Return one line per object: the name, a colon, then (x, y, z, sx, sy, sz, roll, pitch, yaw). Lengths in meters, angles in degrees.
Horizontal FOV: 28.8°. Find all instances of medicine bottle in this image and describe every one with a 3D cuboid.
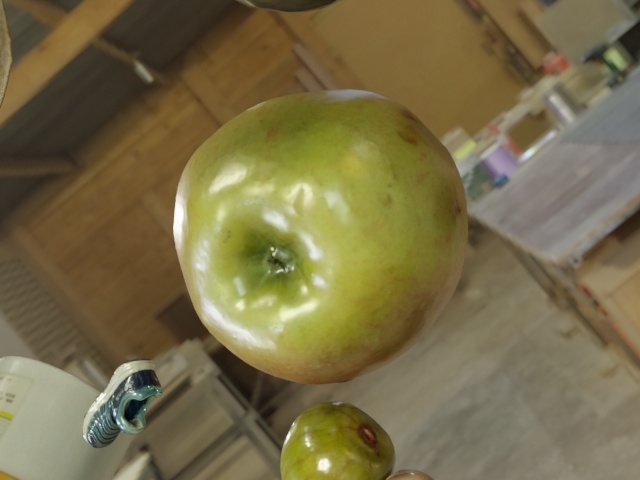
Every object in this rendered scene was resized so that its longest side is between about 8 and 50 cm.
medicine bottle: (-0.420, 0.321, 1.799, 0.238, 0.238, 0.232, -36, 26, 59)

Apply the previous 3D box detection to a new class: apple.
apple: (0.000, 0.000, 1.376, 0.338, 0.338, 0.305, -40, 0, 13)

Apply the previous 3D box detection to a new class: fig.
fig: (0.012, 0.297, 1.563, 0.148, 0.142, 0.186, -64, -2, -47)

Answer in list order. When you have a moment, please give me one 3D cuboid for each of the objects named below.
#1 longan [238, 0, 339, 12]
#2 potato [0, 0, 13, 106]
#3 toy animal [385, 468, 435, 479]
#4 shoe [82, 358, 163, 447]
longan: (-0.028, -0.294, 1.078, 0.198, 0.198, 0.212, -41, -37, -4)
potato: (-0.290, -0.194, 0.867, 0.100, 0.120, 0.261, -43, -41, -24)
toy animal: (0.085, 0.264, 1.245, 0.083, 0.089, 0.150, -29, -11, -2)
shoe: (-0.251, 0.218, 1.603, 0.064, 0.071, 0.143, 11, -57, -52)
